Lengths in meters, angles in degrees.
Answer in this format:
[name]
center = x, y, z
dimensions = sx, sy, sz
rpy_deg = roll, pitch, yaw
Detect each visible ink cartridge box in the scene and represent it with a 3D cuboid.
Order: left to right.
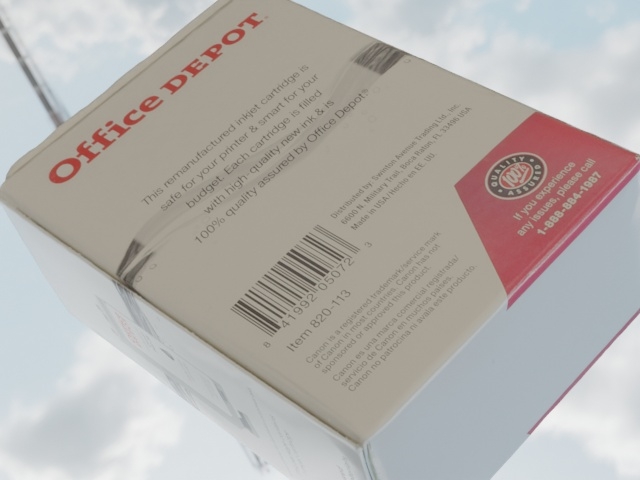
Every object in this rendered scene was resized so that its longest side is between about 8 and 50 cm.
[ink cartridge box]
center = 0.000, 0.000, 0.677
dimensions = 0.283, 0.117, 0.207
rpy_deg = 30, -117, 36
